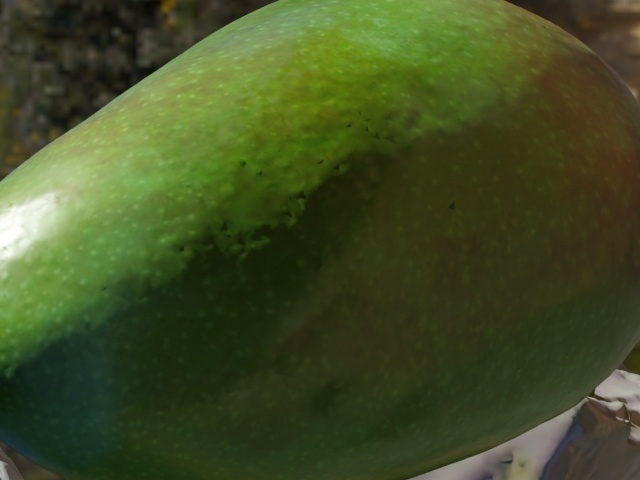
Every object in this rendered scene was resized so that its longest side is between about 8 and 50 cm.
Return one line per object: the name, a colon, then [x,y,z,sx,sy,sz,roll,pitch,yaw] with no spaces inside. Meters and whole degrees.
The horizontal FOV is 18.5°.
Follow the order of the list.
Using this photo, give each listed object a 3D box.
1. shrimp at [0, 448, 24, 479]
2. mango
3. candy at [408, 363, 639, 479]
shrimp: [-0.297,0.173,1.234,0.343,0.116,0.145,-5,-111,-65]
mango: [0.000,0.000,0.858,0.201,0.382,0.225,-43,69,49]
candy: [0.093,0.133,1.123,0.195,0.137,0.185,-57,-23,11]
